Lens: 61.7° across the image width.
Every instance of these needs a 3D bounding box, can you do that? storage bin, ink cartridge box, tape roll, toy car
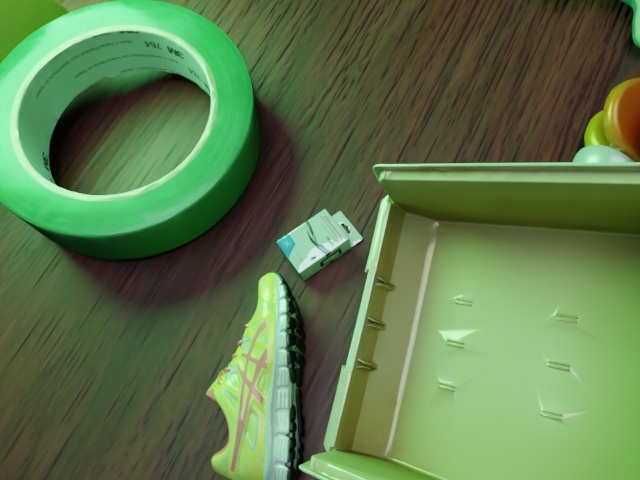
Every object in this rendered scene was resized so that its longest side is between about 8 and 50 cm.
[{"bbox_3d":[0.133,0.082,0.426,0.260,0.123,0.263,6,77,37],"label":"storage bin"},{"bbox_3d":[0.000,0.000,0.595,0.083,0.028,0.048,-35,66,-7],"label":"ink cartridge box"},{"bbox_3d":[-0.234,-0.140,0.647,0.321,0.077,0.322,-1,68,2],"label":"tape roll"},{"bbox_3d":[0.354,-0.091,0.519,0.182,0.136,0.159,40,77,22],"label":"toy car"}]

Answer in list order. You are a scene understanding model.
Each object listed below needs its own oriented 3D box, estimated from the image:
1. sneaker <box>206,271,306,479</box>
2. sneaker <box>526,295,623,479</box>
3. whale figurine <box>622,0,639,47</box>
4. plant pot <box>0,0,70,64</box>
[{"bbox_3d":[-0.066,0.130,0.520,0.094,0.081,0.209,-3,66,10],"label":"sneaker"},{"bbox_3d":[0.225,0.147,0.468,0.163,0.086,0.226,36,85,30],"label":"sneaker"},{"bbox_3d":[0.380,-0.364,0.658,0.216,0.141,0.272,-22,89,-1],"label":"whale figurine"},{"bbox_3d":[-0.467,-0.267,0.700,0.212,0.187,0.212,19,71,17],"label":"plant pot"}]
